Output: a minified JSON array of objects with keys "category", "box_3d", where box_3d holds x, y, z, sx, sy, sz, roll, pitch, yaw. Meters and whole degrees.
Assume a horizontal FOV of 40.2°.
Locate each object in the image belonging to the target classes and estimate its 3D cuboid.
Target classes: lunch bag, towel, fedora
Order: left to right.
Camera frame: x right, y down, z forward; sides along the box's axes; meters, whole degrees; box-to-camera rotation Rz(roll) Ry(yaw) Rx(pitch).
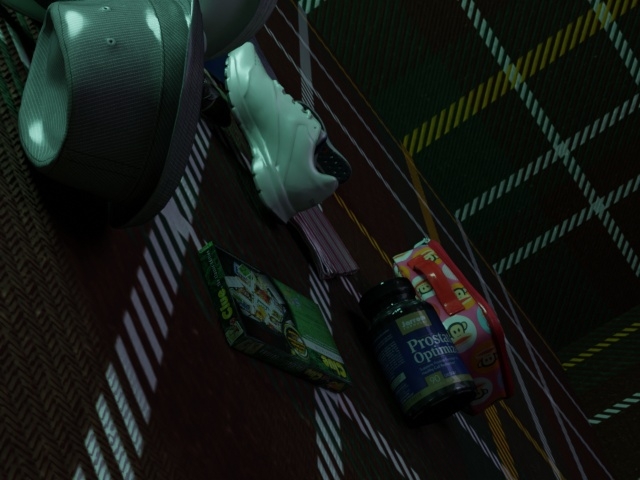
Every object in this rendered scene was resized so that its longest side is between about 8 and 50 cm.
[{"category":"fedora","box_3d":[-0.207,-0.144,0.823,0.124,0.244,0.275,11,49,-29]},{"category":"towel","box_3d":[0.000,0.000,1.479,0.144,0.029,0.197,58,12,8]},{"category":"lunch bag","box_3d":[0.223,0.138,1.549,0.293,0.120,0.258,-121,-171,-53]}]

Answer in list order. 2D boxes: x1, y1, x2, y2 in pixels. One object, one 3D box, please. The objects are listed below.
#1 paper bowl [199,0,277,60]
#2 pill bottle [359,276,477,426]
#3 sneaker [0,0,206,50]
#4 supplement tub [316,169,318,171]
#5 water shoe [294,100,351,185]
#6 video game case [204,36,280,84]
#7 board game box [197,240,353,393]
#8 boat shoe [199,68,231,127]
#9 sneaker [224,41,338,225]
[{"category":"paper bowl","box_3d":[-0.195,-0.365,1.111,0.284,0.284,0.148,55,20,-6]},{"category":"pill bottle","box_3d":[0.147,0.173,1.385,0.123,0.123,0.219,31,29,-59]},{"category":"sneaker","box_3d":[-0.218,-0.249,0.950,0.256,0.094,0.151,17,-5,-33]},{"category":"supplement tub","box_3d":[-0.048,-0.124,1.494,0.107,0.071,0.071,58,15,5]},{"category":"water shoe","box_3d":[-0.015,-0.198,1.804,0.203,0.073,0.080,56,-8,-19]},{"category":"video game case","box_3d":[-0.188,-0.379,1.609,0.269,0.061,0.244,34,26,-55]},{"category":"board game box","box_3d":[-0.051,0.102,1.086,0.260,0.030,0.136,36,22,-53]},{"category":"boat shoe","box_3d":[-0.176,-0.219,1.315,0.049,0.056,0.152,58,14,29]},{"category":"sneaker","box_3d":[-0.063,-0.176,1.358,0.111,0.129,0.297,41,28,-81]}]
